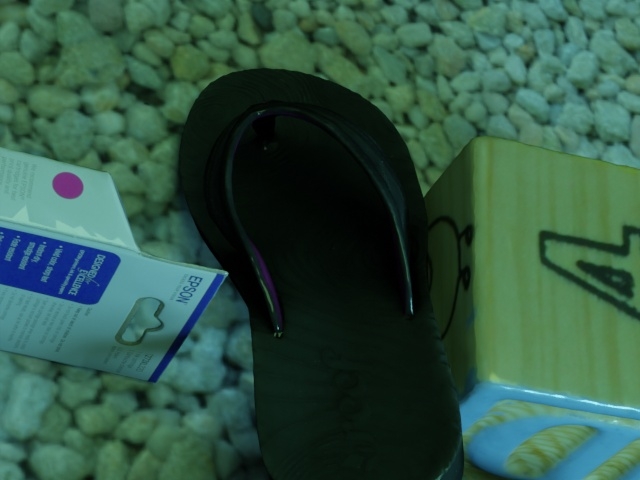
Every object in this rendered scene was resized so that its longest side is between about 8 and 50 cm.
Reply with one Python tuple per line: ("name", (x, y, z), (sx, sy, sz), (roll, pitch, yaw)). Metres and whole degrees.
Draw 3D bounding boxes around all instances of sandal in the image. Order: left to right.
("sandal", (0.003, 0.000, 1.271), (0.168, 0.107, 0.445), (-15, 44, -4))

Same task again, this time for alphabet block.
("alphabet block", (0.162, 0.067, 1.337), (0.193, 0.192, 0.197), (12, 58, -18))

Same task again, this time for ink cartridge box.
("ink cartridge box", (-0.259, -0.002, 1.209), (0.371, 0.176, 0.069), (15, 57, -14))
